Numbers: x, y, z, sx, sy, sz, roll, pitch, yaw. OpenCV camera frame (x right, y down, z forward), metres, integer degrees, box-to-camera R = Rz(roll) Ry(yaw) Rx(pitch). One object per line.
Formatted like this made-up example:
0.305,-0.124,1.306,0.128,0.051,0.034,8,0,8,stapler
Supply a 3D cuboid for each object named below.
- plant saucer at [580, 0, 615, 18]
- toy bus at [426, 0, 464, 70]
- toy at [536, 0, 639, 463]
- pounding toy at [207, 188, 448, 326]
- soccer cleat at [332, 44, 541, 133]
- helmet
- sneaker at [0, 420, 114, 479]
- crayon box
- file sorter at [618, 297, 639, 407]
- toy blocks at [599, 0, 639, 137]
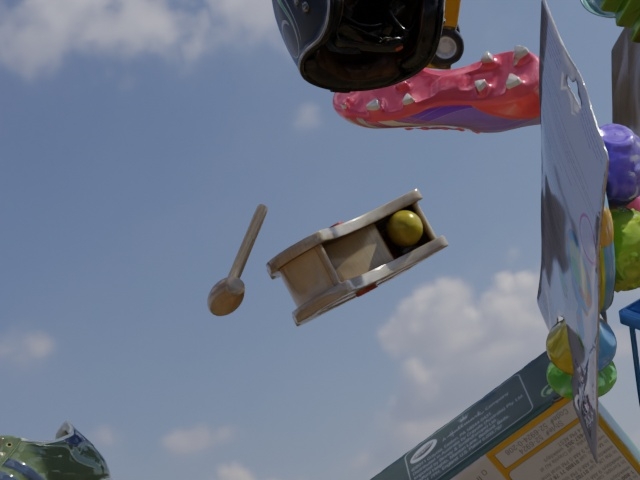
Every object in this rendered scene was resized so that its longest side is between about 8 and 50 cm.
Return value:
0.364,-0.302,1.913,0.119,0.119,0.021,-19,-43,21,plant saucer
0.128,-0.368,2.038,0.130,0.332,0.108,6,19,0,toy bus
0.158,-0.003,0.905,0.056,0.137,0.237,-7,-46,-5,toy
0.000,0.000,1.846,0.269,0.155,0.154,-26,-6,-24,pounding toy
0.124,-0.136,1.615,0.248,0.083,0.095,-4,-37,36,soccer cleat
0.033,-0.232,1.461,0.169,0.161,0.169,-5,-20,-2,helmet
-0.247,0.196,1.262,0.192,0.086,0.064,-15,-23,-44,sneaker
0.202,0.267,1.290,0.203,0.323,0.083,-37,19,9,crayon box
0.332,0.078,1.226,0.170,0.104,0.118,-26,27,-30,file sorter
0.296,-0.087,1.166,0.191,0.261,0.381,5,-22,-5,toy blocks
